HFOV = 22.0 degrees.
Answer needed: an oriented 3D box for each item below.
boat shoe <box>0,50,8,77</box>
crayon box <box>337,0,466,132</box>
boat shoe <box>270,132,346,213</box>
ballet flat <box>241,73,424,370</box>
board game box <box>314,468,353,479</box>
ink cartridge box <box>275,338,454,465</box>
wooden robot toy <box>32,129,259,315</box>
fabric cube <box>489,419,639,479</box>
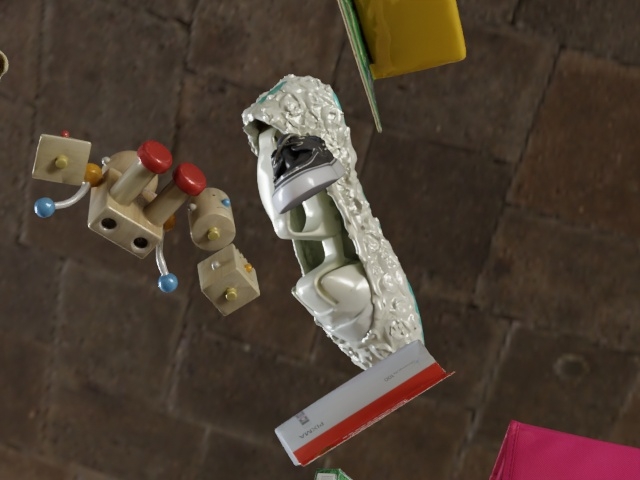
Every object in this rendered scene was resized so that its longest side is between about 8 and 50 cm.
[{"bbox_3d":[-0.369,-0.177,1.776,0.068,0.072,0.190,55,168,-7],"label":"boat shoe"},{"bbox_3d":[0.042,-0.273,1.266,0.083,0.322,0.203,-12,146,6],"label":"crayon box"},{"bbox_3d":[-0.022,-0.086,1.840,0.080,0.228,0.076,-32,92,14],"label":"boat shoe"},{"bbox_3d":[0.000,0.000,2.024,0.147,0.147,0.408,-18,96,27],"label":"ballet flat"},{"bbox_3d":[0.052,0.325,1.573,0.030,0.136,0.259,0,152,30],"label":"board game box"},{"bbox_3d":[0.043,0.173,1.774,0.189,0.232,0.066,-32,81,-6],"label":"ink cartridge box"},{"bbox_3d":[-0.103,-0.031,1.006,0.173,0.079,0.076,33,113,-27],"label":"wooden robot toy"},{"bbox_3d":[0.262,0.350,1.501,0.258,0.259,0.254,11,147,3],"label":"fabric cube"}]
